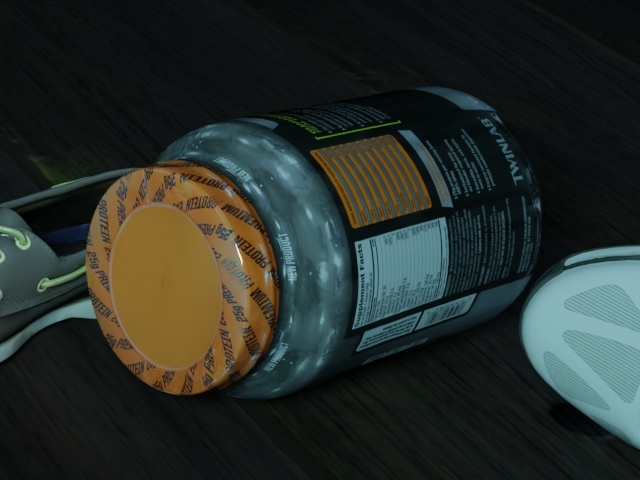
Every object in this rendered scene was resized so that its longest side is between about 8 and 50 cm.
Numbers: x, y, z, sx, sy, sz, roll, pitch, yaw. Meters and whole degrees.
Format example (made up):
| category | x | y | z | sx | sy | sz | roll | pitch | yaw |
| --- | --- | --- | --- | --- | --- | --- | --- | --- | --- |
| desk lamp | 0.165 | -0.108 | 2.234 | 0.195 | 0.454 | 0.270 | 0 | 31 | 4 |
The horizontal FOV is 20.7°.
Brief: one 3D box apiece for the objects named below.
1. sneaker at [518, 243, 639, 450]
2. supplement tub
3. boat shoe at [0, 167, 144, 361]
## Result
| category | x | y | z | sx | sy | sz | roll | pitch | yaw |
| --- | --- | --- | --- | --- | --- | --- | --- | --- | --- |
| sneaker | 0.320 | 0.146 | 1.214 | 0.447 | 0.169 | 0.257 | 24 | 24 | 18 |
| supplement tub | 0.000 | 0.000 | 1.332 | 0.207 | 0.207 | 0.338 | 30 | 28 | 34 |
| boat shoe | -0.233 | 0.019 | 1.304 | 0.116 | 0.097 | 0.324 | 28 | 27 | 30 |
